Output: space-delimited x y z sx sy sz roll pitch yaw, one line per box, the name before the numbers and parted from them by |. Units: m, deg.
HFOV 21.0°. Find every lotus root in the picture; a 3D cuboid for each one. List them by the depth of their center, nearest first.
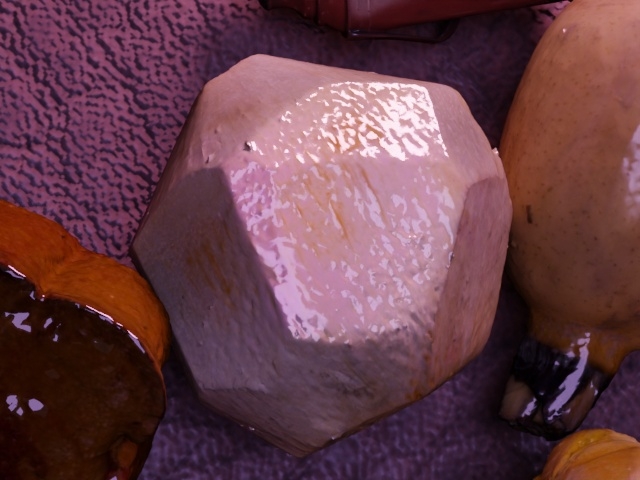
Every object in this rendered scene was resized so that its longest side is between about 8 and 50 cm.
lotus root | 0.193 -0.020 1.090 0.183 0.183 0.310 19 90 -9

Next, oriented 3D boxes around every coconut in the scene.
coconut | 0.000 0.000 1.027 0.237 0.197 0.236 2 79 -9

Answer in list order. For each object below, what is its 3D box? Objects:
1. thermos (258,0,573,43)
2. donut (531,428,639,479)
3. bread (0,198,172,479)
thermos | 0.064 -0.186 1.112 0.232 0.124 0.099 -9 80 -7
donut | 0.153 0.233 0.986 0.128 0.208 0.261 30 44 -6
bread | -0.205 0.081 0.962 0.247 0.135 0.232 23 115 5
